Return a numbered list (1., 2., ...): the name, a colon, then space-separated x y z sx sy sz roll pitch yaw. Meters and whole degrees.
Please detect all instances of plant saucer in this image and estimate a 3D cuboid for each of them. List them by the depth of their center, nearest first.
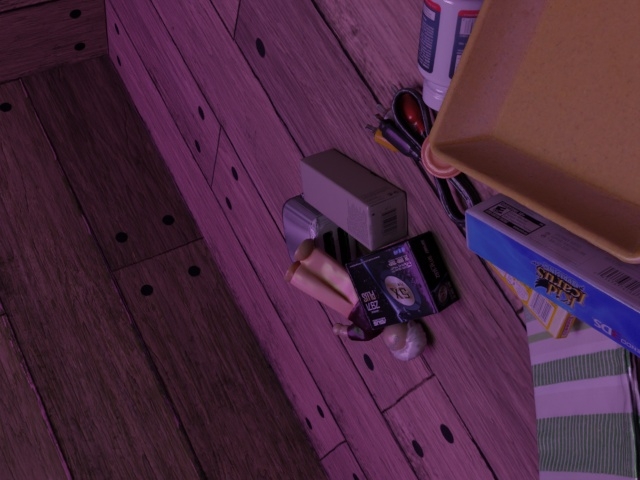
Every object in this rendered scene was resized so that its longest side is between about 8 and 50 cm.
1. plant saucer: 0.301 -0.187 0.752 0.333 0.081 0.332 41 117 48
2. plant saucer: 0.205 -0.144 1.164 0.084 0.013 0.083 6 103 28

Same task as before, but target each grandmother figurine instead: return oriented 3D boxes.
1. grandmother figurine: 0.081 0.144 1.537 0.342 0.104 0.207 35 136 13

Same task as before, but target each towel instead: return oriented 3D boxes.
1. towel: 0.366 0.205 0.990 0.248 0.038 0.324 133 138 -66

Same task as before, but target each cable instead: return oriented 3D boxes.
1. cable: 0.195 -0.158 1.219 0.287 0.072 0.139 46 131 17

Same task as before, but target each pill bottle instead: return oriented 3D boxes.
1. pill bottle: 0.194 -0.279 1.001 0.108 0.108 0.180 49 151 38

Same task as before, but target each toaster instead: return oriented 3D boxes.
1. toaster: 0.000 0.000 1.671 0.146 0.129 0.226 32 136 51

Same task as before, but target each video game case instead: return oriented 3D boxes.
1. video game case: 0.338 -0.004 0.757 0.269 0.244 0.061 40 148 48

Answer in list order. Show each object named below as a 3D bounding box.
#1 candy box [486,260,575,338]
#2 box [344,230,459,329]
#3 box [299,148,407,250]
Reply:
1. candy box: 0.317 0.041 1.049 0.206 0.027 0.105 -120 36 -50
2. box: 0.156 0.081 1.384 0.180 0.078 0.147 -22 91 45
3. box: 0.065 -0.092 1.484 0.275 0.094 0.113 41 146 48
